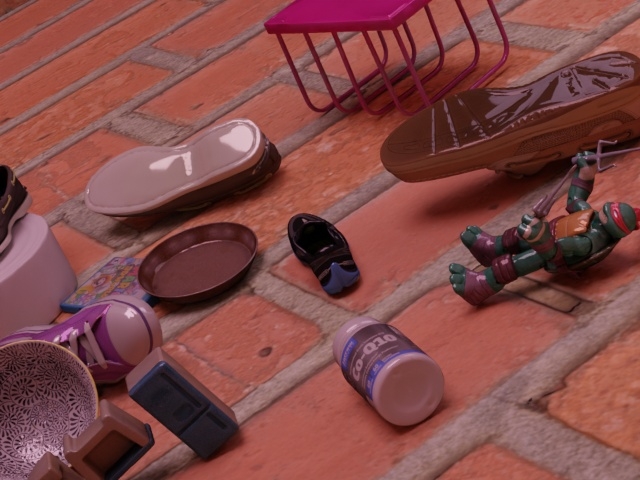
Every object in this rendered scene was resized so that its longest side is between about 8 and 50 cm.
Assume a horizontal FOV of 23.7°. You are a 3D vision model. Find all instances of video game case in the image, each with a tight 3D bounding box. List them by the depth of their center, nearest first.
[{"bbox_3d":[-0.266,0.063,2.086,0.166,0.015,0.119,2,35,44],"label":"video game case"}]

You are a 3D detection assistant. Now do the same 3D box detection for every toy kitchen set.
[{"bbox_3d":[-0.189,0.249,1.573,0.207,0.122,0.166,-44,24,7],"label":"toy kitchen set"}]

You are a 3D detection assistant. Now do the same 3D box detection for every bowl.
[{"bbox_3d":[-0.326,0.205,1.747,0.170,0.080,0.170,-3,72,9],"label":"bowl"}]

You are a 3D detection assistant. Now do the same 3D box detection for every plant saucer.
[{"bbox_3d":[-0.159,0.034,2.011,0.168,0.029,0.168,-12,32,8],"label":"plant saucer"}]

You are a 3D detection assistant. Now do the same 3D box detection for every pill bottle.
[{"bbox_3d":[0.066,0.131,1.575,0.078,0.078,0.137,-30,25,-11],"label":"pill bottle"}]

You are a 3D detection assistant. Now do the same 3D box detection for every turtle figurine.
[{"bbox_3d":[0.255,-0.013,1.646,0.234,0.118,0.175,-27,5,32],"label":"turtle figurine"}]

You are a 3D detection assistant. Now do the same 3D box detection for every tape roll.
[{"bbox_3d":[-0.495,0.077,2.165,0.286,0.100,0.286,-19,26,10],"label":"tape roll"}]

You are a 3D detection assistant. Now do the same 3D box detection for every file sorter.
[{"bbox_3d":[0.105,-0.299,2.269,0.202,0.182,0.291,-40,28,-29],"label":"file sorter"}]

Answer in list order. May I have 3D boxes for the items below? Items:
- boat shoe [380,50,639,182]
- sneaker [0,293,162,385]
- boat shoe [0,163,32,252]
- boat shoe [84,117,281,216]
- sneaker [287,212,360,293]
[{"bbox_3d":[0.245,-0.126,1.890,0.341,0.110,0.121,-16,37,11],"label":"boat shoe"},{"bbox_3d":[-0.326,0.153,1.829,0.282,0.102,0.161,-20,5,35],"label":"sneaker"},{"bbox_3d":[-0.476,-0.031,2.160,0.081,0.068,0.228,-17,25,16],"label":"boat shoe"},{"bbox_3d":[-0.204,-0.091,2.247,0.305,0.091,0.109,-17,63,21],"label":"boat shoe"},{"bbox_3d":[0.000,0.000,1.893,0.067,0.078,0.188,-26,24,-4],"label":"sneaker"}]
